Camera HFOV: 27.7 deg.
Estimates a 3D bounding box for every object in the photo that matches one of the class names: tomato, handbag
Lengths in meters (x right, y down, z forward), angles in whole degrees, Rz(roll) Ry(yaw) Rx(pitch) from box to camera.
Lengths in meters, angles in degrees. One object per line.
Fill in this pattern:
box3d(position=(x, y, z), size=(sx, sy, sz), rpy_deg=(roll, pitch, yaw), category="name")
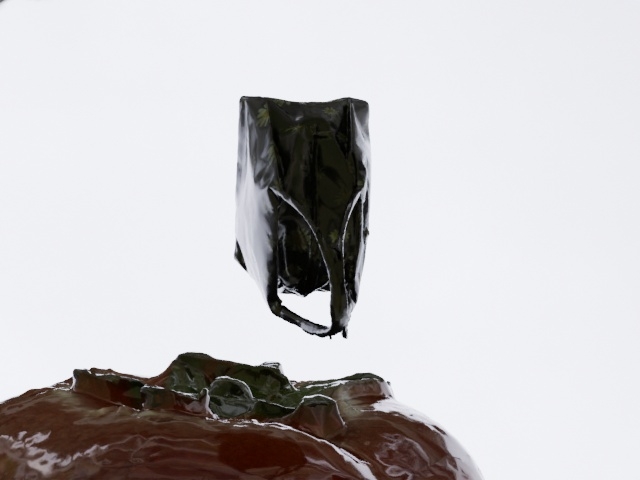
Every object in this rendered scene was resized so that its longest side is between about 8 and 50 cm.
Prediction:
box3d(position=(-0.069, 0.211, 0.753), size=(0.341, 0.341, 0.272), rpy_deg=(6, -87, 7), category="tomato")
box3d(position=(0.000, 0.000, 0.677), size=(0.072, 0.115, 0.139), rpy_deg=(-2, -147, -12), category="handbag")
